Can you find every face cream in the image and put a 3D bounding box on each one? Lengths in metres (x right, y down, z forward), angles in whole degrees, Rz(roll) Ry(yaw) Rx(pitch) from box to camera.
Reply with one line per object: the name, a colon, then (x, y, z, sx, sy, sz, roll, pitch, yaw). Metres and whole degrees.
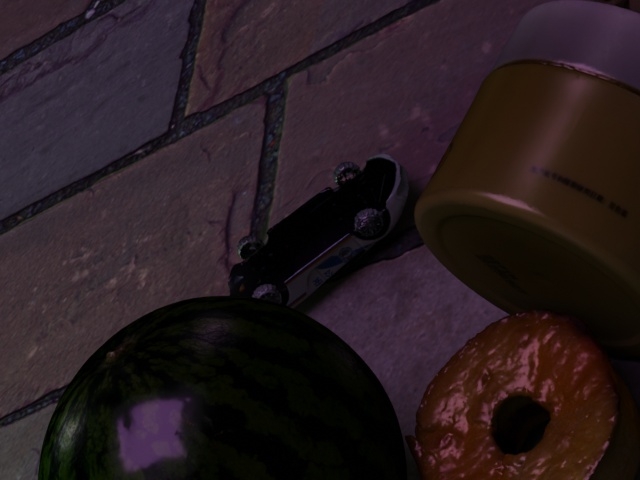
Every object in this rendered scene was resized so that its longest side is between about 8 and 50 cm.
face cream: (0.203, -0.043, 1.462, 0.218, 0.218, 0.179, 7, 61, 51)

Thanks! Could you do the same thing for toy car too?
toy car: (0.000, 0.000, 1.796, 0.205, 0.056, 0.095, -36, 34, 9)

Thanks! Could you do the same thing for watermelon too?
watermelon: (-0.075, 0.185, 1.487, 0.285, 0.285, 0.285, -29, 37, 25)

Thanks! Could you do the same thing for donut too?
donut: (0.159, 0.148, 1.446, 0.174, 0.074, 0.190, -46, 38, -1)

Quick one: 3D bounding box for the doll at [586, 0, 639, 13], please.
doll: (0.336, -0.200, 1.547, 0.256, 0.196, 0.152, 8, 98, 47)
